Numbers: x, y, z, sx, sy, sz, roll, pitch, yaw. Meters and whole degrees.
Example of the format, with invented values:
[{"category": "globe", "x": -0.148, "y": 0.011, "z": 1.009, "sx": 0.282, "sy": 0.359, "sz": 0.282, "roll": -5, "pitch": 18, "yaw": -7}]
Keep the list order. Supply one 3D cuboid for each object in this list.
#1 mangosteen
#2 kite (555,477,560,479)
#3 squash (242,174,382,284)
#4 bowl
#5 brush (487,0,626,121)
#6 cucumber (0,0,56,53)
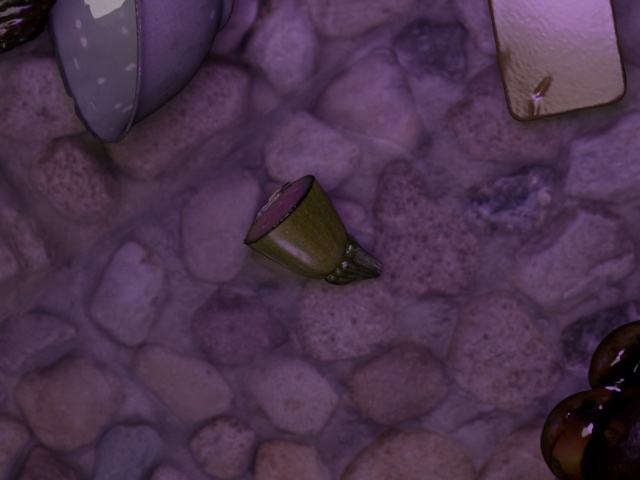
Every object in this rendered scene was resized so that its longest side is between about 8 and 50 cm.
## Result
[{"category": "mangosteen", "x": 0.383, "y": 0.200, "z": 1.512, "sx": 0.347, "sy": 0.307, "sz": 0.306, "roll": 36, "pitch": 103, "yaw": 35}, {"category": "kite", "x": 0.298, "y": 0.335, "z": 1.669, "sx": 0.204, "sy": 0.022, "sz": 0.360, "roll": 34, "pitch": 100, "yaw": 5}, {"category": "squash", "x": -0.002, "y": 0.008, "z": 1.659, "sx": 0.105, "sy": 0.105, "sz": 0.132, "roll": -42, "pitch": 107, "yaw": 12}, {"category": "bowl", "x": -0.174, "y": -0.264, "z": 1.588, "sx": 0.146, "sy": 0.313, "sz": 0.313, "roll": -12, "pitch": 96, "yaw": -24}, {"category": "brush", "x": 0.239, "y": -0.227, "z": 1.593, "sx": 0.123, "sy": 0.059, "sz": 0.197, "roll": -10, "pitch": 94, "yaw": 14}, {"category": "cucumber", "x": -0.442, "y": -0.220, "z": 1.686, "sx": 0.360, "sy": 0.096, "sz": 0.096, "roll": -7, "pitch": 95, "yaw": 14}]
